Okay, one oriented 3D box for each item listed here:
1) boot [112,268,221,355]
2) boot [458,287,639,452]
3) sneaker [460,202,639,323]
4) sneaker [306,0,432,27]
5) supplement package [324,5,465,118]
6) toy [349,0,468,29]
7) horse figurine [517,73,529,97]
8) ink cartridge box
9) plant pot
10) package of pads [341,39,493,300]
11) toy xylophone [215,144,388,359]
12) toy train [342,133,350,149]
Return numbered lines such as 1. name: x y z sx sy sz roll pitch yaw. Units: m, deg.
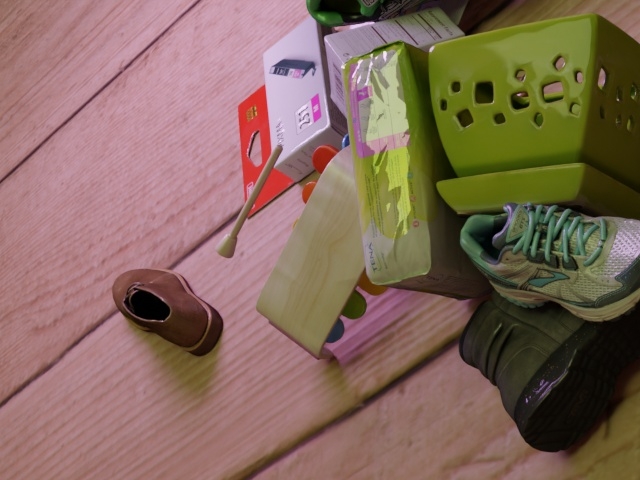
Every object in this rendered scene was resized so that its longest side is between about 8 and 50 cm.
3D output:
1. boot: -0.279 0.093 2.196 0.305 0.115 0.112 21 84 55
2. boot: 0.301 0.058 1.548 0.338 0.118 0.223 -45 33 10
3. sneaker: 0.250 0.014 1.444 0.283 0.122 0.110 -7 51 59
4. sneaker: 0.125 -0.376 1.932 0.343 0.134 0.146 -16 24 43
5. supplement package: 0.109 -0.247 1.920 0.179 0.105 0.105 -16 37 -12
6. toy: 0.158 -0.376 2.069 0.237 0.056 0.137 9 73 46
7. horse figurine: 0.191 -0.104 1.828 0.174 0.066 0.263 14 75 58
8. ink cartridge box: -0.064 -0.206 2.207 0.239 0.060 0.275 -34 43 28
9. plant pot: 0.270 -0.118 1.590 0.228 0.227 0.207 -5 74 37
10. package of pads: 0.133 -0.082 1.665 0.101 0.229 0.297 -14 76 32
11. toy xylophone: 0.000 0.000 1.826 0.236 0.081 0.323 44 117 14
12. toy train: 0.072 -0.077 1.912 0.080 0.105 0.184 -5 61 37
